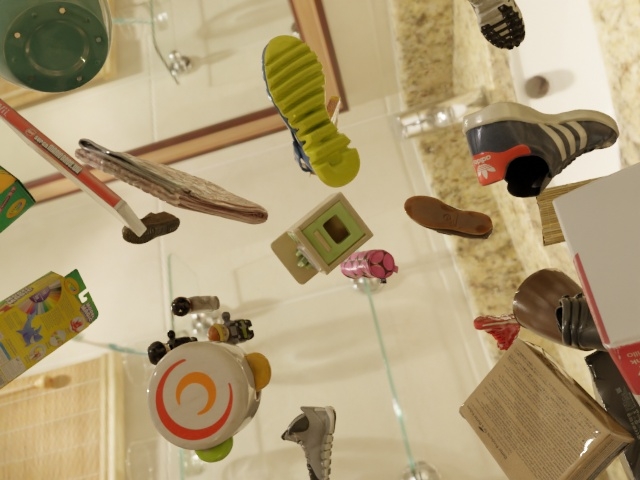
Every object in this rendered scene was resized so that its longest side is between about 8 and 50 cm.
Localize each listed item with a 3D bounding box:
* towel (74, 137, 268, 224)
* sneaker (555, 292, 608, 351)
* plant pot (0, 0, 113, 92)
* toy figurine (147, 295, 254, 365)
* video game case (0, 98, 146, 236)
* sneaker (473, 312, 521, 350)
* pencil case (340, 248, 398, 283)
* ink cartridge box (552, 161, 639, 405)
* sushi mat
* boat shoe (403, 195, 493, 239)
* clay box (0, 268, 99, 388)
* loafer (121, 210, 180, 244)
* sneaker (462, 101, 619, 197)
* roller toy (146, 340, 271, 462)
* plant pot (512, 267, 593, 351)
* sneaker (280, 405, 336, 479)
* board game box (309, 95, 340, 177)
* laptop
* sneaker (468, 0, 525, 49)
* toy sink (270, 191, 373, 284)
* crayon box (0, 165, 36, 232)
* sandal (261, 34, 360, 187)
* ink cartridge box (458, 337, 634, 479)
[{"bbox_3d":[-0.323,-0.127,1.247,0.317,0.331,0.054,13,-79,-63],"label":"towel"},{"bbox_3d":[0.552,0.125,1.110,0.295,0.146,0.105,-35,-57,-53],"label":"sneaker"},{"bbox_3d":[-0.530,-0.417,1.043,0.235,0.293,0.293,51,174,27],"label":"plant pot"},{"bbox_3d":[-0.286,0.241,1.323,0.213,0.210,0.148,34,-164,29],"label":"toy figurine"},{"bbox_3d":[-0.445,-0.124,1.007,0.285,0.025,0.204,39,166,2],"label":"video game case"},{"bbox_3d":[0.617,0.326,1.932,0.087,0.221,0.128,11,100,62],"label":"sneaker"},{"bbox_3d":[0.140,0.076,1.648,0.209,0.098,0.095,176,104,-68],"label":"pencil case"},{"bbox_3d":[0.474,0.126,0.726,0.385,0.160,0.279,49,-151,-27],"label":"ink cartridge box"},{"bbox_3d":[0.724,-0.089,1.473,0.019,0.316,0.152,177,82,-84],"label":"sushi mat"},{"bbox_3d":[0.294,-0.045,1.294,0.073,0.206,0.073,-66,-20,-9],"label":"boat shoe"},{"bbox_3d":[-0.536,0.155,1.044,0.222,0.053,0.128,-41,-48,-40],"label":"clay box"},{"bbox_3d":[-0.389,-0.032,1.265,0.050,0.056,0.148,37,-150,26],"label":"loafer"},{"bbox_3d":[0.401,-0.150,0.998,0.131,0.349,0.148,163,103,-64],"label":"sneaker"},{"bbox_3d":[-0.211,0.283,1.053,0.209,0.191,0.146,-64,-12,-4],"label":"roller toy"},{"bbox_3d":[0.723,0.221,1.641,0.230,0.215,0.216,-126,17,-67],"label":"plant pot"},{"bbox_3d":[-0.038,0.525,1.396,0.086,0.132,0.229,115,163,-74],"label":"sneaker"},{"bbox_3d":[0.012,-0.289,1.553,0.259,0.039,0.124,-68,-12,-48],"label":"board game box"},{"bbox_3d":[0.750,0.415,1.192,0.408,0.236,0.382,-50,33,39],"label":"laptop"},{"bbox_3d":[0.305,-0.446,1.004,0.234,0.078,0.106,32,-122,-37],"label":"sneaker"},{"bbox_3d":[0.000,0.000,1.512,0.153,0.234,0.131,53,172,-8],"label":"toy sink"},{"bbox_3d":[-0.672,-0.035,0.974,0.165,0.278,0.081,33,156,16],"label":"crayon box"},{"bbox_3d":[-0.037,-0.252,1.132,0.318,0.126,0.138,69,163,-9],"label":"sandal"},{"bbox_3d":[0.388,0.325,0.993,0.088,0.193,0.235,21,-159,-33],"label":"ink cartridge box"}]
